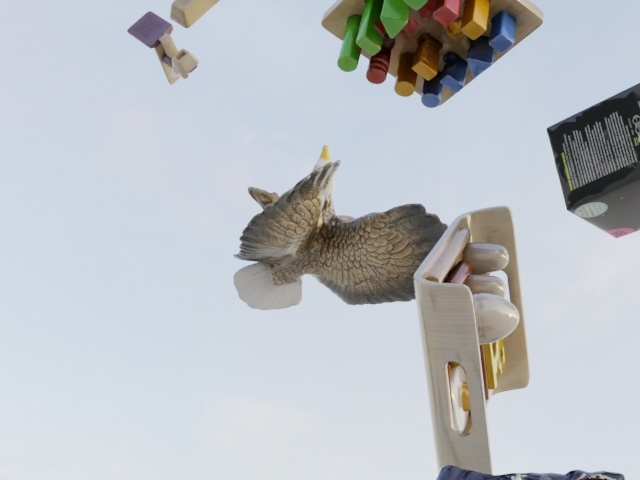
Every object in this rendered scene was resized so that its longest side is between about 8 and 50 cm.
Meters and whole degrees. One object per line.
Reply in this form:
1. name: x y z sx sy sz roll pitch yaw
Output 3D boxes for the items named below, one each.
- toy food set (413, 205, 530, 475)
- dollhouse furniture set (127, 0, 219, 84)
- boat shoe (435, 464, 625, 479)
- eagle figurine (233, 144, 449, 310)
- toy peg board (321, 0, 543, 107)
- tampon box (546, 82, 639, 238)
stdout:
1. toy food set: 0.175 0.105 1.144 0.092 0.220 0.306 -4 14 19
2. dollhouse furniture set: -0.130 -0.218 1.217 0.091 0.114 0.081 35 -18 30
3. boat shoe: 0.126 0.317 0.810 0.158 0.341 0.127 4 -44 21
4. eagle figurine: -0.002 -0.011 1.419 0.226 0.225 0.298 -25 18 -13
5. toy peg board: 0.103 -0.197 1.093 0.160 0.079 0.161 32 -42 -21
6. tampon box: 0.337 -0.087 1.143 0.161 0.101 0.120 -26 -30 33
